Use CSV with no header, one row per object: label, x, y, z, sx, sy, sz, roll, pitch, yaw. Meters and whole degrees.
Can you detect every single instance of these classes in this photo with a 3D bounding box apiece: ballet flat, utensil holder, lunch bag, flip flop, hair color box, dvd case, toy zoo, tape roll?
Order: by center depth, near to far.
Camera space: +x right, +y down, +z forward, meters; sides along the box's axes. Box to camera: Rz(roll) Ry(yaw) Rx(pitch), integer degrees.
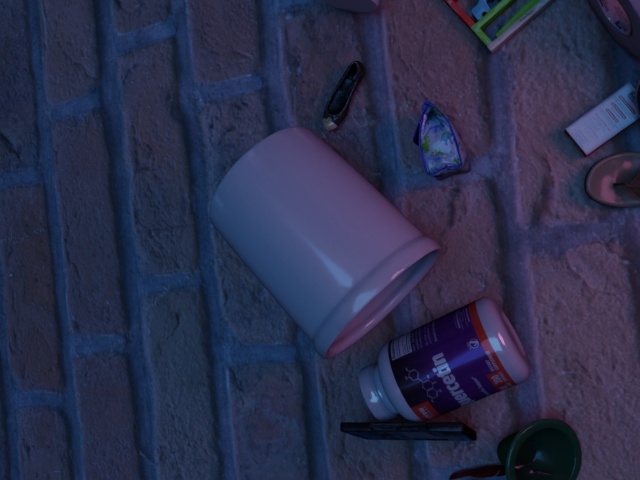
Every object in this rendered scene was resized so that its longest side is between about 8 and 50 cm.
tape roll,0.558,-0.436,1.029,0.072,0.219,0.219,-35,79,19
flip flop,0.648,-0.106,1.073,0.277,0.080,0.112,12,95,21
hair color box,0.562,-0.236,1.124,0.141,0.043,0.072,-37,79,18
lunch bag,0.251,-0.210,1.200,0.096,0.129,0.151,-13,87,20
utensil holder,0.000,0.000,1.201,0.385,0.328,0.327,45,106,17
toy zoo,0.346,-0.568,1.209,0.192,0.030,0.293,-41,77,17
dvd case,0.189,0.405,1.212,0.253,0.180,0.022,-7,64,21
ballet flat,0.046,-0.335,1.320,0.058,0.049,0.173,29,101,19

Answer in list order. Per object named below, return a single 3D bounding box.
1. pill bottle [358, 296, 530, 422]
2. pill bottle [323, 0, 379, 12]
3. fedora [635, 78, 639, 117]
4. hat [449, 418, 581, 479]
pill bottle,0.248,0.259,1.181,0.323,0.181,0.181,-30,80,19
pill bottle,0.093,-0.680,1.222,0.188,0.188,0.333,15,96,20
fedora,0.698,-0.243,0.974,0.276,0.124,0.243,13,128,9
hat,0.405,0.440,1.210,0.209,0.183,0.172,-5,91,-18
